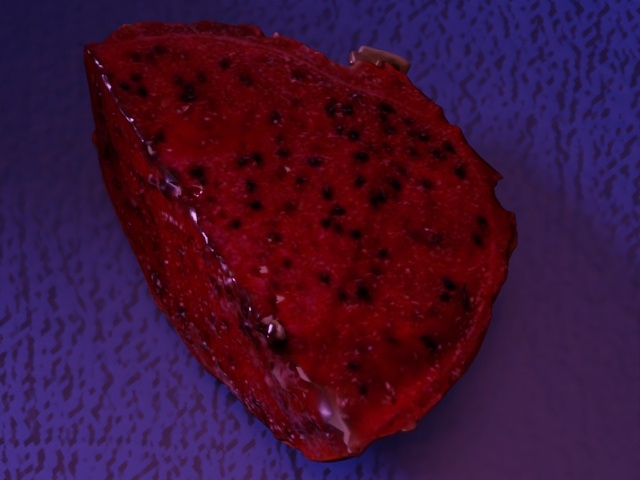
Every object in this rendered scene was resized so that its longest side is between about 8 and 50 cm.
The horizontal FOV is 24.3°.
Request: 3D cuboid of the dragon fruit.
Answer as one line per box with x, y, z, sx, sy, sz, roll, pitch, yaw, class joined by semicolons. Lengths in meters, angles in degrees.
0.000;0.000;0.483;0.106;0.083;0.162;-25;63;-26;dragon fruit
